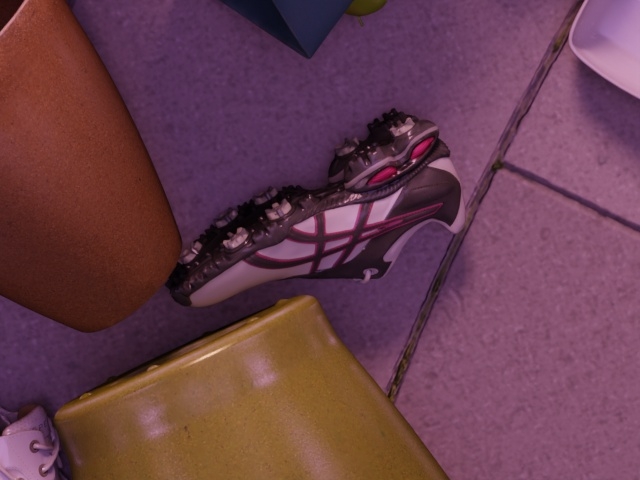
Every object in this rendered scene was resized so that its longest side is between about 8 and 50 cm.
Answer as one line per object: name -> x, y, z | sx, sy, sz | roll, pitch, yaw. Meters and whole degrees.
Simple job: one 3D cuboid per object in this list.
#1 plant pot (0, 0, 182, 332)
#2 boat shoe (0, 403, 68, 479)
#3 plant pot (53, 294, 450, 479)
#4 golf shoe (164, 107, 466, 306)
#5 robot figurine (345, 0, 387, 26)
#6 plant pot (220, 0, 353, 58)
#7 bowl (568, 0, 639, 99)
plant pot -> -0.233, -0.054, 1.180 | 0.237, 0.237, 0.254 | -40, 117, 1
boat shoe -> -0.268, 0.184, 1.265 | 0.277, 0.098, 0.096 | 39, 94, -11
plant pot -> -0.039, 0.245, 1.202 | 0.367, 0.366, 0.353 | -24, 91, -2
golf shoe -> 0.000, 0.000, 1.266 | 0.273, 0.105, 0.120 | -30, 110, 0
robot figurine -> 0.038, -0.242, 1.241 | 0.101, 0.067, 0.115 | 23, 97, -10
plant pot -> -0.015, -0.305, 1.154 | 0.166, 0.165, 0.234 | 37, 82, 29
bowl -> 0.299, -0.195, 1.279 | 0.142, 0.053, 0.142 | 30, 104, -5
